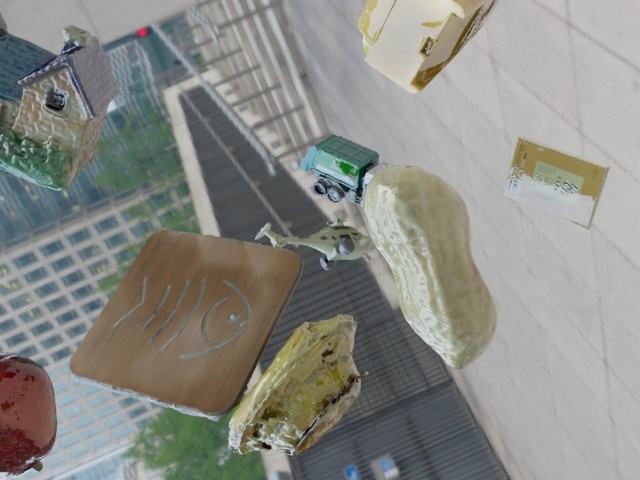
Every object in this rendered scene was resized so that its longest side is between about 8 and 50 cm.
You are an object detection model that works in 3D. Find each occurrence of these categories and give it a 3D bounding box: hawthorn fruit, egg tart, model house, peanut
[{"bbox_3d":[-0.717,0.407,1.778,0.265,0.265,0.307,-116,5,-60],"label":"hawthorn fruit"},{"bbox_3d":[-0.020,0.203,1.037,0.106,0.241,0.241,39,170,18],"label":"egg tart"},{"bbox_3d":[-0.574,-0.305,1.559,0.312,0.280,0.245,24,-157,-7],"label":"model house"},{"bbox_3d":[0.138,0.025,0.930,0.123,0.123,0.257,-123,8,-80],"label":"peanut"}]

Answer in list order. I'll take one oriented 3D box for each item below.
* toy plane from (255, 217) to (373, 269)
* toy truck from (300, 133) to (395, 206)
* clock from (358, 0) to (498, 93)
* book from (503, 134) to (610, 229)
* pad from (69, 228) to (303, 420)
[{"bbox_3d":[0.000,0.000,1.696,0.092,0.286,0.108,-42,59,46],"label":"toy plane"},{"bbox_3d":[0.074,-0.148,1.793,0.253,0.114,0.124,26,134,30],"label":"toy truck"},{"bbox_3d":[0.234,-0.460,1.549,0.200,0.317,0.244,44,136,9],"label":"clock"},{"bbox_3d":[0.408,-0.103,1.379,0.172,0.012,0.118,28,122,33],"label":"book"},{"bbox_3d":[-0.193,0.107,1.149,0.287,0.284,0.018,-64,-30,-31],"label":"pad"}]
